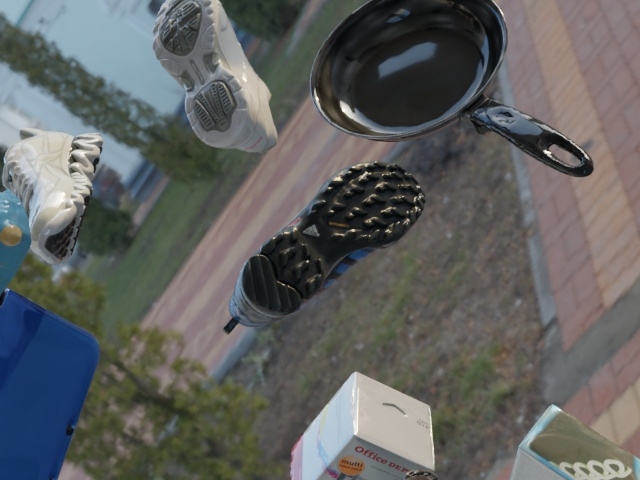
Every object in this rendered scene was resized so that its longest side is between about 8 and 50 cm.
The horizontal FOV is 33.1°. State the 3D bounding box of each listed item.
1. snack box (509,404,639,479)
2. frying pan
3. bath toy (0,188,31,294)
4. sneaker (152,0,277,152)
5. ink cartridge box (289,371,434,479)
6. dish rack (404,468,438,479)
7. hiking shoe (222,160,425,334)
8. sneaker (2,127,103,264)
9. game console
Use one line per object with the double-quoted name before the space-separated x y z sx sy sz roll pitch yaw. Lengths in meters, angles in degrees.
"snack box" 0.299 0.289 0.893 0.060 0.322 0.187 -42 -28 -31
"frying pan" 0.137 -0.154 0.997 0.326 0.053 0.197 16 65 33
"bath toy" -0.384 -0.046 0.775 0.151 0.348 0.129 -49 49 7
"sneaker" -0.114 -0.187 1.217 0.090 0.115 0.232 -29 64 20
"ink cartridge box" 0.055 0.296 1.469 0.176 0.128 0.127 -55 18 30
"dish rack" 0.137 0.367 1.087 0.208 0.074 0.272 43 -142 -69
"hiking shoe" 0.000 0.000 1.334 0.304 0.113 0.132 -33 -3 -32
"sneaker" -0.349 -0.063 1.362 0.292 0.118 0.110 -106 38 -63
"game console" -0.430 0.196 1.223 0.173 0.250 0.293 72 -151 -60
